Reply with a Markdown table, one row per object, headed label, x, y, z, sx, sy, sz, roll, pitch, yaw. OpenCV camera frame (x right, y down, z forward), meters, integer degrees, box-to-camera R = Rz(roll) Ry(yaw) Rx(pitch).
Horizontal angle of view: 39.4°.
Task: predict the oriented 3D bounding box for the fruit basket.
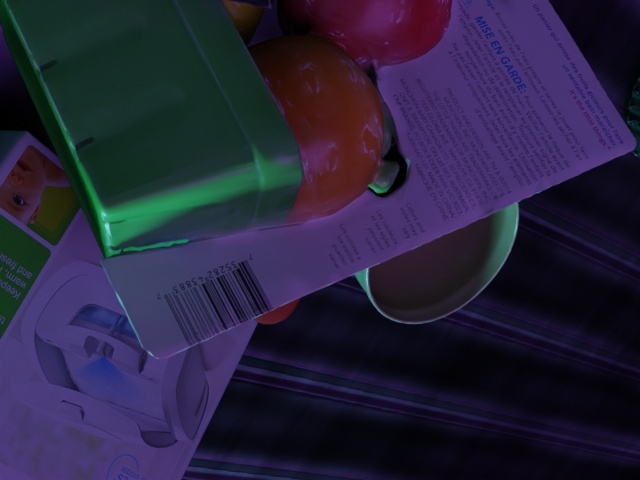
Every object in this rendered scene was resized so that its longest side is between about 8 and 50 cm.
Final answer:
| label | x | y | z | sx | sy | sz | roll | pitch | yaw |
| --- | --- | --- | --- | --- | --- | --- | --- | --- | --- |
| fruit basket | -0.016 | -0.131 | 0.587 | 0.353 | 0.327 | 0.165 | -22 | 165 | -24 |

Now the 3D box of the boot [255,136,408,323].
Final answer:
| label | x | y | z | sx | sy | sz | roll | pitch | yaw |
| --- | --- | --- | --- | --- | --- | --- | --- | --- | --- |
| boot | 0.000 | 0.000 | 0.744 | 0.088 | 0.176 | 0.244 | -4 | 124 | -33 |

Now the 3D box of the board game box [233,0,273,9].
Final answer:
| label | x | y | z | sx | sy | sz | roll | pitch | yaw |
| --- | --- | --- | --- | --- | --- | --- | --- | --- | --- |
| board game box | -0.100 | -0.203 | 0.487 | 0.026 | 0.186 | 0.126 | 77 | 27 | -74 |

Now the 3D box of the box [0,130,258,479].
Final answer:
| label | x | y | z | sx | sy | sz | roll | pitch | yaw |
| --- | --- | --- | --- | --- | --- | --- | --- | --- | --- |
| box | -0.209 | 0.088 | 0.643 | 0.262 | 0.127 | 0.231 | 46 | 60 | -41 |

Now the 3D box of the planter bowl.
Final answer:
| label | x | y | z | sx | sy | sz | roll | pitch | yaw |
| --- | --- | --- | --- | --- | --- | --- | --- | --- | --- |
| planter bowl | 0.086 | -0.018 | 0.831 | 0.162 | 0.109 | 0.162 | -17 | 127 | -23 |

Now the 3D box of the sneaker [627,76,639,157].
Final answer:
| label | x | y | z | sx | sy | sz | roll | pitch | yaw |
| --- | --- | --- | --- | --- | --- | --- | --- | --- | --- |
| sneaker | 0.401 | -0.188 | 0.936 | 0.106 | 0.078 | 0.234 | -5 | 121 | -27 |
